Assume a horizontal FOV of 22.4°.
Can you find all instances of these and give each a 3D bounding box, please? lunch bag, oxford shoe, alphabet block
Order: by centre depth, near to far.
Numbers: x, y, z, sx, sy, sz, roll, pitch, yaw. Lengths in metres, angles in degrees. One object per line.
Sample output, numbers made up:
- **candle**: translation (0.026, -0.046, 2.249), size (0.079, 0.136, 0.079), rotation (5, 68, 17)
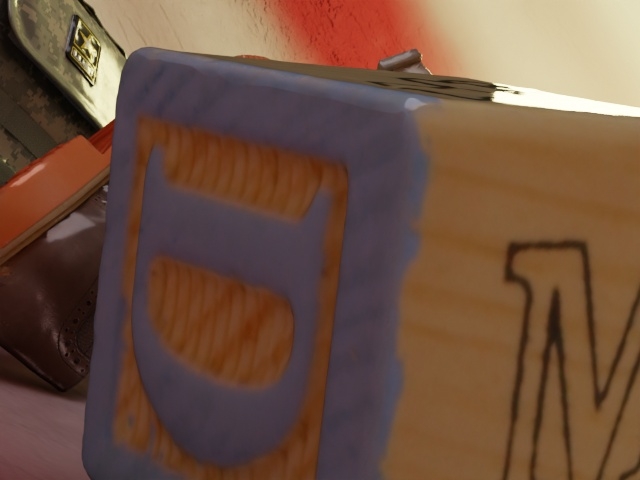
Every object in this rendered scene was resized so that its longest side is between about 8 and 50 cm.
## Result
- **alphabet block**: translation (0.037, 0.028, 0.677), size (0.197, 0.193, 0.192), rotation (0, 12, -39)
- **oxford shoe**: translation (-0.113, -0.018, 1.074), size (0.132, 0.130, 0.364), rotation (54, 38, -5)
- **lunch bag**: translation (-0.318, -0.141, 1.667), size (0.169, 0.287, 0.235), rotation (17, -24, 43)

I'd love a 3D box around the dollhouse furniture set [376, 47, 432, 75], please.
- **dollhouse furniture set**: translation (0.000, 0.000, 1.565), size (0.303, 0.286, 0.198), rotation (-20, 58, -24)
